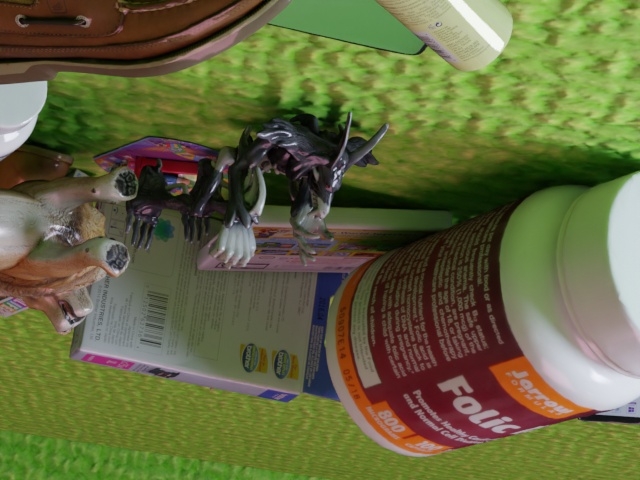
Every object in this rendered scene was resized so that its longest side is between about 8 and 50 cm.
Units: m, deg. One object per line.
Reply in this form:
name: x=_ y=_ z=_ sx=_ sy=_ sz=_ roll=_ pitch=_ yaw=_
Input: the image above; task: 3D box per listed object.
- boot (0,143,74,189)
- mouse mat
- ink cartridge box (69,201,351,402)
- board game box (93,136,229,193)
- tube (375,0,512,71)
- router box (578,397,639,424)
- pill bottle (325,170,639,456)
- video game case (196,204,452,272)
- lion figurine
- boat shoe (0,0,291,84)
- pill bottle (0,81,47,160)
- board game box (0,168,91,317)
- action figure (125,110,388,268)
boot: x=-0.327 y=-0.016 z=1.815 sx=0.073 sy=0.152 sz=0.197 roll=18 pitch=160 yaw=-28
mouse mat: x=0.008 y=-0.191 z=1.348 sx=0.189 sy=0.007 sz=0.152 roll=13 pitch=162 yaw=-10
ink cartridge box: x=-0.116 y=0.072 z=1.947 sx=0.311 sy=0.186 sz=0.065 roll=12 pitch=160 yaw=-14
board game box: x=-0.156 y=-0.062 z=1.795 sx=0.133 sy=0.033 sz=0.168 roll=20 pitch=160 yaw=-34
tube: x=0.048 y=-0.203 z=1.217 sx=0.070 sy=0.062 sz=0.240 roll=-42 pitch=134 yaw=17
router box: x=0.446 y=0.166 z=2.013 sx=0.308 sy=0.081 sz=0.243 roll=3 pitch=-177 yaw=5
pill bottle: x=0.205 y=0.075 z=1.711 sx=0.224 sy=0.224 sz=0.392 roll=20 pitch=153 yaw=-33
video game case: x=0.000 y=0.000 z=1.863 sx=0.227 sy=0.026 sz=0.206 roll=2 pitch=166 yaw=-19
lion figurine: x=-0.327 y=-0.005 z=1.590 sx=0.240 sy=0.142 sz=0.392 roll=-8 pitch=166 yaw=42
boat shoe: x=-0.160 y=-0.184 z=1.228 sx=0.307 sy=0.111 sz=0.104 roll=-10 pitch=138 yaw=27
pill bottle: x=-0.317 y=-0.119 z=1.558 sx=0.108 sy=0.108 sz=0.180 roll=17 pitch=160 yaw=-26
board game box: x=-0.303 y=0.004 z=1.867 sx=0.026 sy=0.154 sz=0.103 roll=31 pitch=155 yaw=-22
action figure: x=-0.051 y=-0.041 z=1.627 sx=0.275 sy=0.141 sz=0.164 roll=-12 pitch=169 yaw=44
